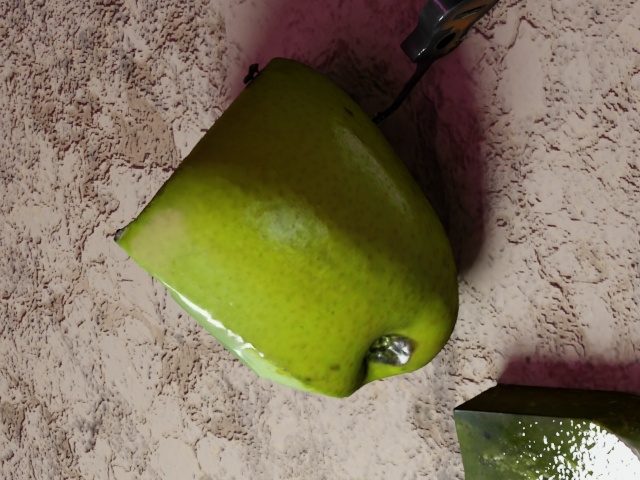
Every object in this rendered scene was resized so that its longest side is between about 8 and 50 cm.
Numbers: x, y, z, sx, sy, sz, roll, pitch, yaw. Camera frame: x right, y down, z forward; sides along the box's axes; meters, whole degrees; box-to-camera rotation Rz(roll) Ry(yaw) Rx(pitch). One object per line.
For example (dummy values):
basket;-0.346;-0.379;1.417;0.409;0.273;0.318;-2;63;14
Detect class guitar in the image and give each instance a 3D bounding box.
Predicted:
guitar;0.097;-0.176;1.737;0.025;0.088;0.233;54;141;13

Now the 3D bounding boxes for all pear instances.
pear;0.000;0.000;1.739;0.318;0.342;0.238;42;102;-3

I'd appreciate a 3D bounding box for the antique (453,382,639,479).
antique;0.239;0.187;1.722;0.221;0.081;0.080;-2;105;41
